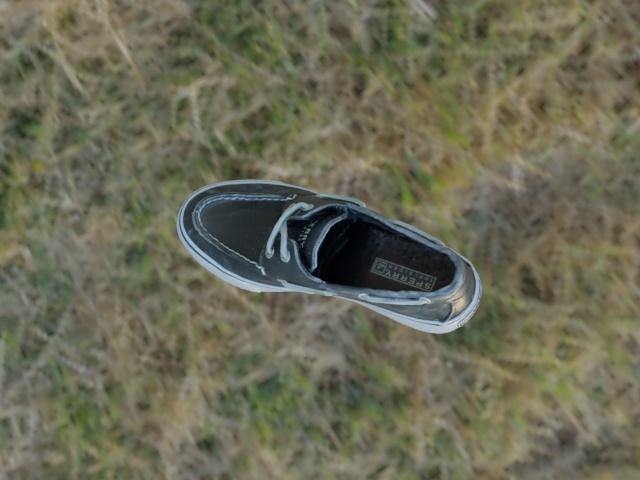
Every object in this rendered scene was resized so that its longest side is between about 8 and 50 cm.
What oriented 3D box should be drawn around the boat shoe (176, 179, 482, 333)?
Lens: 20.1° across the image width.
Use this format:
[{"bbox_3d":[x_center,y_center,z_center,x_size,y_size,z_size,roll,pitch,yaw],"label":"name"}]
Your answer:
[{"bbox_3d":[0.000,0.000,1.196,0.070,0.219,0.078,50,56,-66],"label":"boat shoe"}]
